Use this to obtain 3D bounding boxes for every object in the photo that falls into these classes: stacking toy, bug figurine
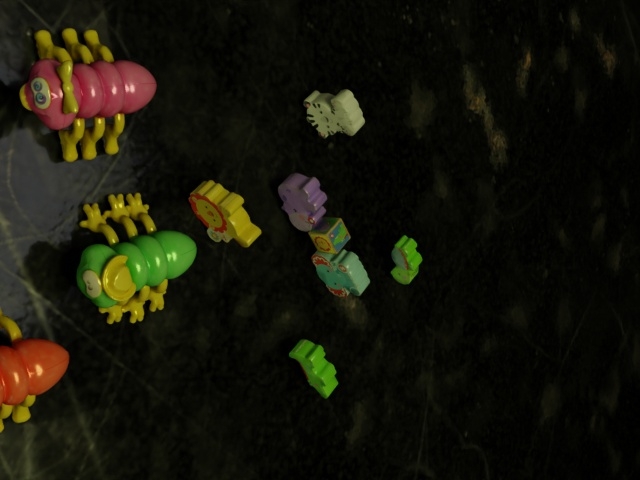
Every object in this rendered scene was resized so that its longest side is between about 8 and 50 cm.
[{"bbox_3d":[0.000,0.000,0.665,0.167,0.052,0.221,-47,125,-32],"label":"stacking toy"},{"bbox_3d":[-0.178,-0.023,0.463,0.216,0.072,0.279,-24,108,-43],"label":"bug figurine"}]
